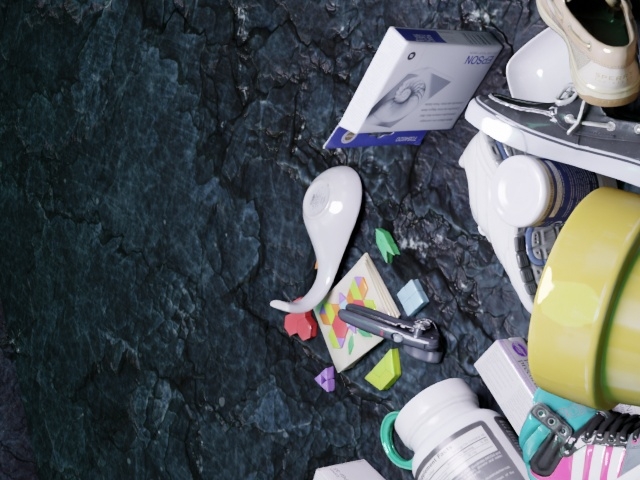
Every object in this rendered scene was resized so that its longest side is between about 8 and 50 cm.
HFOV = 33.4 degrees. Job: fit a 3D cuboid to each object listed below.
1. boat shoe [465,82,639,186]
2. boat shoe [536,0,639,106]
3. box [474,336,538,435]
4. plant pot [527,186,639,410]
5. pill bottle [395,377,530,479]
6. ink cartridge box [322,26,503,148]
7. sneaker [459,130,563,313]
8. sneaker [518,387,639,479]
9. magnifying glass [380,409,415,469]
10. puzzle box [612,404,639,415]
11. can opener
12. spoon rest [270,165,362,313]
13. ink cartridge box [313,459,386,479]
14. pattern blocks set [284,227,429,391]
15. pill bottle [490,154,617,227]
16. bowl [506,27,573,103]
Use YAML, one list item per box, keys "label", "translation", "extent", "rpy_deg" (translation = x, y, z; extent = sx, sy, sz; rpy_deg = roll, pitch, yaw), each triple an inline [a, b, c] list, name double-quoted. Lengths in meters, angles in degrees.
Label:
- label: "boat shoe"
  translation: [0.338, -0.150, 1.357]
  extent: [0.306, 0.113, 0.105]
  rpy_deg: [23, 113, 23]
- label: "boat shoe"
  translation: [0.341, -0.301, 1.350]
  extent: [0.098, 0.109, 0.302]
  rpy_deg: [81, -176, -48]
- label: "box"
  translation: [0.332, 0.282, 1.493]
  extent: [0.067, 0.063, 0.324]
  rpy_deg: [-55, 52, 35]
- label: "plant pot"
  translation: [0.396, 0.088, 1.198]
  extent: [0.239, 0.254, 0.254]
  rpy_deg: [18, 107, 33]
- label: "pill bottle"
  translation: [0.233, 0.347, 1.543]
  extent: [0.278, 0.162, 0.162]
  rpy_deg: [56, 131, 34]
- label: "ink cartridge box"
  translation: [0.138, -0.211, 1.580]
  extent: [0.045, 0.223, 0.224]
  rpy_deg: [52, 130, 28]
- label: "sneaker"
  translation: [0.282, -0.030, 1.530]
  extent: [0.129, 0.110, 0.297]
  rpy_deg: [133, 128, -60]
- label: "sneaker"
  translation: [0.358, 0.234, 1.339]
  extent: [0.295, 0.123, 0.178]
  rpy_deg: [-46, 64, 38]
- label: "magnifying glass"
  translation: [0.175, 0.357, 1.722]
  extent: [0.231, 0.026, 0.092]
  rpy_deg: [36, 119, 43]
- label: "puzzle box"
  translation: [0.469, 0.158, 1.327]
  extent: [0.272, 0.052, 0.409]
  rpy_deg: [-25, 73, 49]
- label: "can opener"
  translation: [0.111, 0.143, 1.717]
  extent: [0.186, 0.059, 0.073]
  rpy_deg: [20, 109, 20]
- label: "spoon rest"
  translation: [0.000, 0.000, 1.864]
  extent: [0.137, 0.084, 0.277]
  rpy_deg: [14, 82, 51]
- label: "ink cartridge box"
  translation: [0.059, 0.547, 1.801]
  extent: [0.207, 0.117, 0.283]
  rpy_deg: [37, 120, 44]
- label: "pattern blocks set"
  translation: [0.057, 0.129, 1.855]
  extent: [0.285, 0.026, 0.325]
  rpy_deg: [56, 131, 33]
- label: "pill bottle"
  translation: [0.314, -0.065, 1.412]
  extent: [0.094, 0.169, 0.094]
  rpy_deg: [4, 95, 52]
- label: "bowl"
  translation: [0.333, -0.218, 1.474]
  extent: [0.142, 0.053, 0.142]
  rpy_deg: [-34, 67, 46]
